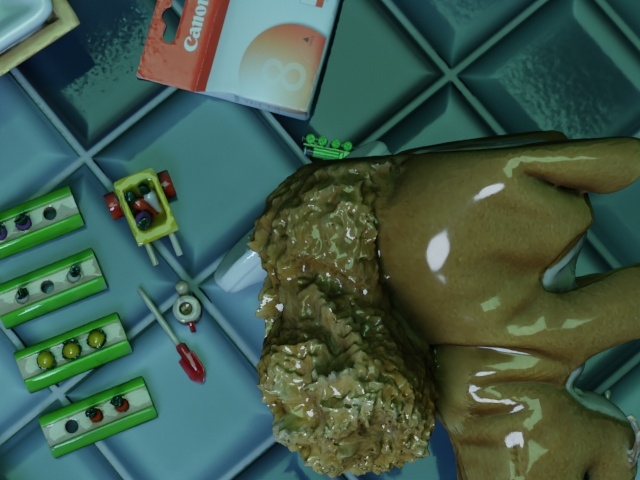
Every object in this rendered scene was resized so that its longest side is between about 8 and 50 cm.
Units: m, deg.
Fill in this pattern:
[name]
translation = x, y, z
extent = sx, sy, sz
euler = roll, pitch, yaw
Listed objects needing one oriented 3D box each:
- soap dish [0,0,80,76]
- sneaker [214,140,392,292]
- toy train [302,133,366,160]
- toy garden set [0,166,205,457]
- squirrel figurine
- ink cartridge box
[soap dish]
translation = -0.411, -0.217, 1.870
extent = 0.291, 0.118, 0.229
euler = -34, 82, -7
[sneaker]
translation = 0.000, 0.000, 1.866
extent = 0.212, 0.080, 0.094
euler = -36, 105, -2
[toy train]
translation = 0.022, -0.087, 1.905
extent = 0.083, 0.017, 0.024
euler = 11, 91, 1
[toy garden set]
translation = -0.207, 0.057, 1.859
extent = 0.204, 0.049, 0.244
euler = -22, 81, -4
[squirrel figurine]
translation = 0.120, 0.101, 1.754
extent = 0.397, 0.281, 0.370
euler = -7, 96, -16
[ink cartridge box]
translation = -0.079, -0.211, 1.912
extent = 0.179, 0.045, 0.145
euler = 15, 80, -1
